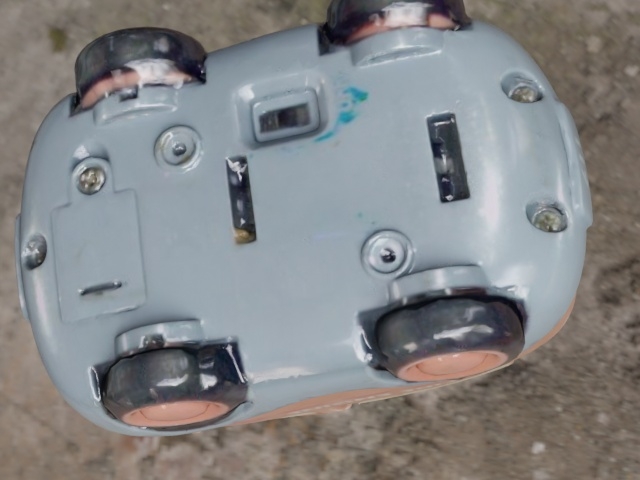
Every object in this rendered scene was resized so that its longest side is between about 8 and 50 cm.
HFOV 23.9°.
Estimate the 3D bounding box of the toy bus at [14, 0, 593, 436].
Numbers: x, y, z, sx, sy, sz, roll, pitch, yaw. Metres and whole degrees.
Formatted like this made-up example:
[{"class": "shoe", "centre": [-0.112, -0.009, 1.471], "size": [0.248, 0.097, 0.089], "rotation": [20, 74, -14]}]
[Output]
[{"class": "toy bus", "centre": [0.000, 0.000, 0.796], "size": [0.287, 0.232, 0.194], "rotation": [-13, 73, 12]}]
